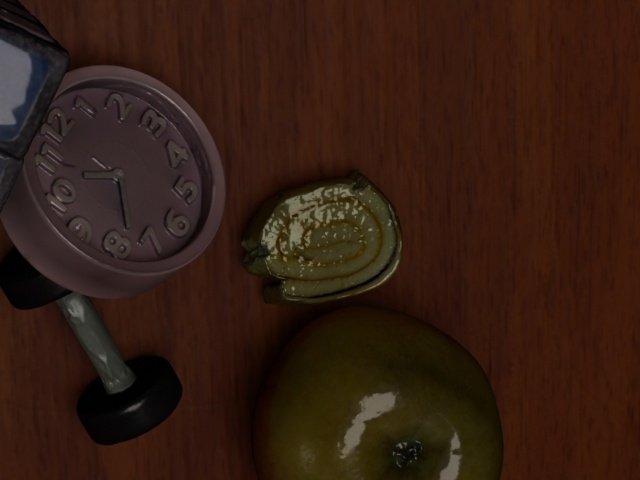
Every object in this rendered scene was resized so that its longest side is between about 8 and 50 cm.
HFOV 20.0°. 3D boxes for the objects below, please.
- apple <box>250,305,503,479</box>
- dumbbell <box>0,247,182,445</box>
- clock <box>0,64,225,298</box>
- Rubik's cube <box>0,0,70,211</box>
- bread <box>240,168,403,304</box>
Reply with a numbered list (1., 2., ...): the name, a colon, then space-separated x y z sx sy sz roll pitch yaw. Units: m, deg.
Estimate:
1. apple: 0.055 0.189 1.715 0.261 0.194 0.260 -4 104 -16
2. dumbbell: -0.208 0.085 1.648 0.100 0.100 0.191 -30 113 -9
3. clock: -0.183 -0.052 1.580 0.197 0.068 0.197 14 63 -29
4. Rubik's cube: -0.434 -0.090 1.392 0.337 0.344 0.344 25 96 -24
5. bread: 0.000 0.000 1.715 0.156 0.064 0.117 -12 104 -14
